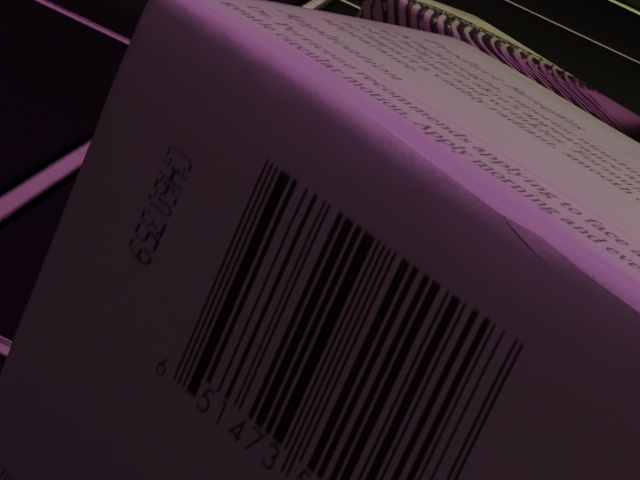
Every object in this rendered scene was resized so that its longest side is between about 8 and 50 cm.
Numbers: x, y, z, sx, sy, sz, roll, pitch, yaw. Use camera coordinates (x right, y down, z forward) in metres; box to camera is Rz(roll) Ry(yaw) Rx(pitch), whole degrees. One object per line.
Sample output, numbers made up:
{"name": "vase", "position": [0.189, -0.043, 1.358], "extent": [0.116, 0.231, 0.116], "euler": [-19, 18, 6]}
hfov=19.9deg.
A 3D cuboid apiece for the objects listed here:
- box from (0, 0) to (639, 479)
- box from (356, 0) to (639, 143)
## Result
{"name": "box", "position": [0.024, 0.062, 0.417], "extent": [0.181, 0.182, 0.119], "euler": [36, 21, 35]}
{"name": "box", "position": [0.129, -0.047, 1.067], "extent": [0.113, 0.094, 0.275], "euler": [8, 23, -49]}
